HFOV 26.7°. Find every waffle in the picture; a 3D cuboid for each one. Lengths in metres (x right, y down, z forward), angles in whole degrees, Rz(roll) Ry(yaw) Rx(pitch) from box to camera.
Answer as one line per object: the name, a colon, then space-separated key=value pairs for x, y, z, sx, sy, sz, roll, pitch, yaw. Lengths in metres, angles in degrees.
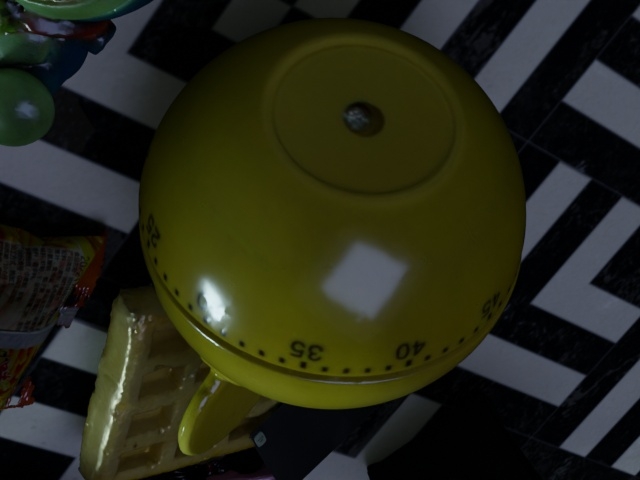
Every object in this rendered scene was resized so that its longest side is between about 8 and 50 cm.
waffle: x=-0.128 y=0.139 z=1.394 sx=0.221 sy=0.055 sz=0.248 roll=-11 pitch=132 yaw=-36

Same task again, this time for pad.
pad: x=0.009 y=0.189 z=1.513 sx=0.193 sy=0.004 sz=0.116 roll=-42 pitch=133 yaw=-20

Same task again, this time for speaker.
speaker: x=0.194 y=0.342 z=1.570 sx=0.184 sy=0.254 sz=0.232 roll=-36 pitch=113 yaw=4

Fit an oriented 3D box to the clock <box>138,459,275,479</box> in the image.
clock: x=-0.119 y=0.331 z=1.496 sx=0.195 sy=0.194 sz=0.100 roll=12 pitch=144 yaw=-30

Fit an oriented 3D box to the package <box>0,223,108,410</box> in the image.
package: x=-0.347 y=0.066 z=1.237 sx=0.288 sy=0.108 sz=0.223 roll=15 pitch=120 yaw=-36

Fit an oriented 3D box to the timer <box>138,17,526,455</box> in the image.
timer: x=0.000 y=0.000 z=1.209 sx=0.376 sy=0.376 sz=0.387 roll=-11 pitch=149 yaw=-17

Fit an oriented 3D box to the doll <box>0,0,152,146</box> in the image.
doll: x=-0.202 y=-0.239 z=1.018 sx=0.198 sy=0.186 sz=0.322 roll=37 pitch=126 yaw=-9
